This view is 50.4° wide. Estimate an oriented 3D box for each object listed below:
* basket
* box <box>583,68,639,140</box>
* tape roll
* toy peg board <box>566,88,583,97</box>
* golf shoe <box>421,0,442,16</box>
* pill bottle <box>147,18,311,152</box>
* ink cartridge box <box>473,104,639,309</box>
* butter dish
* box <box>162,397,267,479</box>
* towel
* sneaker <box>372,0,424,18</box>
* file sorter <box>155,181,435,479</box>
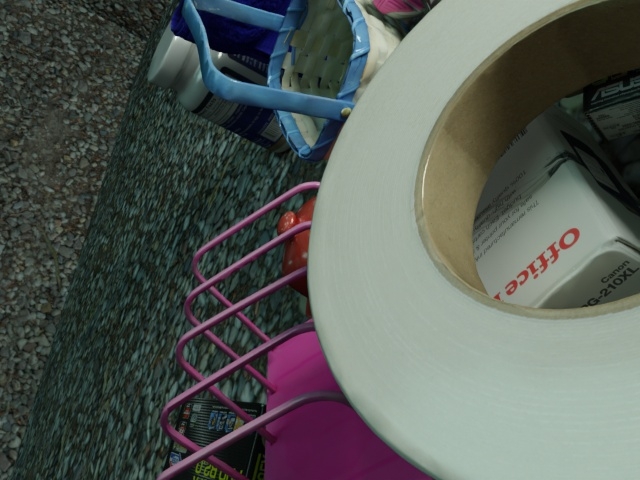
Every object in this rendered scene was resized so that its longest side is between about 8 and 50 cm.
[{"bbox_3d":[-0.017,-0.217,0.841,0.201,0.289,0.255,-61,32,32],"label":"basket"},{"bbox_3d":[0.276,-0.175,0.459,0.190,0.045,0.184,-14,54,40],"label":"box"},{"bbox_3d":[0.161,-0.039,0.385,0.392,0.072,0.392,-25,48,31],"label":"tape roll"},{"bbox_3d":[0.282,-0.193,0.560,0.160,0.079,0.161,-18,54,37],"label":"toy peg board"},{"bbox_3d":[0.162,-0.236,0.718,0.120,0.105,0.273,-141,52,-62],"label":"golf shoe"},{"bbox_3d":[-0.150,-0.271,1.172,0.153,0.264,0.153,-41,36,39],"label":"pill bottle"},{"bbox_3d":[0.161,0.003,0.550,0.172,0.100,0.237,-50,24,29],"label":"ink cartridge box"},{"bbox_3d":[0.000,0.000,0.846,0.160,0.118,0.160,-24,49,52],"label":"butter dish"},{"bbox_3d":[-0.139,0.324,0.902,0.270,0.060,0.216,-16,55,57],"label":"box"},{"bbox_3d":[-0.033,-0.337,0.986,0.227,0.308,0.076,-47,53,34],"label":"towel"},{"bbox_3d":[0.152,-0.350,0.841,0.252,0.103,0.111,-42,7,-17],"label":"sneaker"},{"bbox_3d":[-0.020,0.114,0.630,0.202,0.182,0.291,-33,31,19],"label":"file sorter"}]
